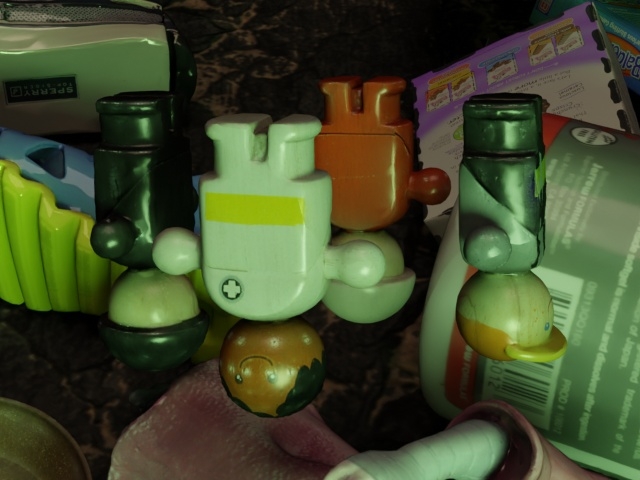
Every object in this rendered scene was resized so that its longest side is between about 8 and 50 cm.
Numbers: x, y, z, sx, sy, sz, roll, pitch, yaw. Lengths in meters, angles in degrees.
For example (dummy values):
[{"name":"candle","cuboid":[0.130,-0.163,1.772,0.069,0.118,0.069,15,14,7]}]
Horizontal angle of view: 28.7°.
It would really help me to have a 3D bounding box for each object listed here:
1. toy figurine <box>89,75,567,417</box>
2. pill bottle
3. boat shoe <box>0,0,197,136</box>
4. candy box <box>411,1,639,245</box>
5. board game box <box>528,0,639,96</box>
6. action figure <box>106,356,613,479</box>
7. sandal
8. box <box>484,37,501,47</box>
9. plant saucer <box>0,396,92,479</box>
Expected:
[{"name":"toy figurine","cuboid":[0.000,0.000,0.633,0.213,0.148,0.209,-8,14,-31]},{"name":"pill bottle","cuboid":[0.260,0.062,0.755,0.363,0.210,0.210,17,43,19]},{"name":"boat shoe","cuboid":[-0.287,-0.166,1.115,0.340,0.127,0.158,0,33,-12]},{"name":"candy box","cuboid":[0.163,-0.082,0.985,0.165,0.070,0.196,-22,36,19]},{"name":"board game box","cuboid":[0.311,-0.162,1.104,0.160,0.047,0.210,-2,35,-38]},{"name":"action figure","cuboid":[0.064,0.186,0.623,0.370,0.248,0.276,1,11,24]},{"name":"sandal","cuboid":[-0.154,-0.013,0.928,0.317,0.126,0.138,22,41,13]},{"name":"box","cuboid":[0.182,-0.139,1.115,0.083,0.052,0.062,11,40,14]},{"name":"plant saucer","cuboid":[-0.235,0.176,0.758,0.199,0.036,0.198,0,41,0]}]
